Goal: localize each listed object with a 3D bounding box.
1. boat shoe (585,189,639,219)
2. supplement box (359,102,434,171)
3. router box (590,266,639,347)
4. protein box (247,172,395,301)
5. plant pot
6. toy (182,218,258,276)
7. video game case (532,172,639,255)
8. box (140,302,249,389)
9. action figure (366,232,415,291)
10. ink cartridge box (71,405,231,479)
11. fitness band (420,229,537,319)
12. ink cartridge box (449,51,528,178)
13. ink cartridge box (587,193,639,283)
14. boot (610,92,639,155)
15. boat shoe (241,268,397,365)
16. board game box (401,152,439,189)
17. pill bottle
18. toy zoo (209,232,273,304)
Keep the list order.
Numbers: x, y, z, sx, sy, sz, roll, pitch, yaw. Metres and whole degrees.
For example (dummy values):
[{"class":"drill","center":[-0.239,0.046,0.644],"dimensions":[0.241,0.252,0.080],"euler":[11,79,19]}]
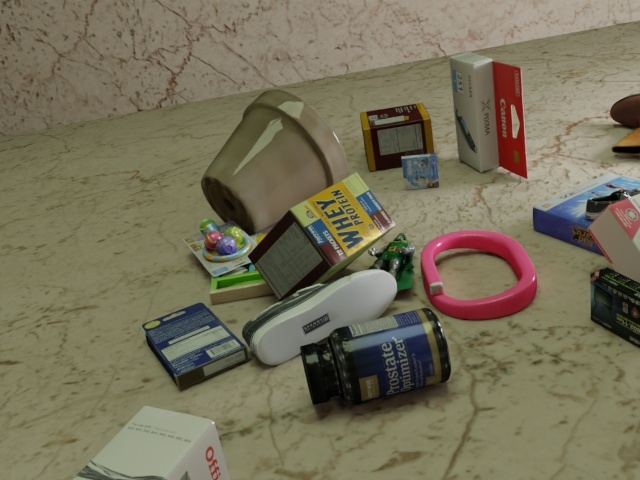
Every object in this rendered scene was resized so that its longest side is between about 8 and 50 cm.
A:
[{"class":"boat shoe","center":[0.601,-0.079,1.487],"dimensions":[0.142,0.040,0.049],"euler":[-16,25,-11]},{"class":"supplement box","center":[0.224,-0.308,2.171],"dimensions":[0.194,0.129,0.191],"euler":[-9,24,4]},{"class":"router box","center":[0.497,0.109,1.206],"dimensions":[0.038,0.092,0.122],"euler":[-19,25,-17]},{"class":"protein box","center":[0.000,0.000,1.468],"dimensions":[0.199,0.136,0.201],"euler":[-31,-8,-40]},{"class":"plant pot","center":[-0.139,-0.170,1.862],"dimensions":[0.323,0.323,0.280],"euler":[18,53,46]},{"class":"toy","center":[-0.227,-0.002,1.700],"dimensions":[0.136,0.056,0.237],"euler":[-21,26,-19]},{"class":"video game case","center":[0.630,-0.052,1.543],"dimensions":[0.244,0.061,0.269],"euler":[-23,28,-24]},{"class":"box","center":[-0.241,0.191,1.384],"dimensions":[0.136,0.037,0.225],"euler":[-21,28,-23]},{"class":"action figure","center":[0.146,0.042,1.534],"dimensions":[0.137,0.064,0.232],"euler":[-4,21,21]},{"class":"ink cartridge box","center":[-0.212,0.352,0.828],"dimensions":[0.114,0.199,0.273],"euler":[3,28,27]},{"class":"fitness band","center":[0.304,0.058,1.440],"dimensions":[0.208,0.054,0.291],"euler":[-9,26,3]},{"class":"ink cartridge box","center":[0.433,-0.321,1.916],"dimensions":[0.066,0.297,0.261],"euler":[-16,25,-12]},{"class":"ink cartridge box","center":[0.629,-0.012,1.336],"dimensions":[0.217,0.092,0.159],"euler":[-18,64,-19]},{"class":"boot","center":[0.857,-0.290,1.980],"dimensions":[0.264,0.096,0.280],"euler":[22,47,38]},{"class":"boat shoe","center":[-0.003,0.126,1.362],"dimensions":[0.301,0.108,0.102],"euler":[-27,30,-18]},{"class":"board game box","center":[0.261,-0.179,1.925],"dimensions":[0.090,0.090,0.020],"euler":[-4,26,14]},{"class":"pill bottle","center":[0.084,0.187,1.162],"dimensions":[0.219,0.123,0.123],"euler":[-13,25,-5]},{"class":"toy zoo","center":[-0.145,0.046,1.667],"dimensions":[0.192,0.030,0.293],"euler":[-10,24,2]}]
